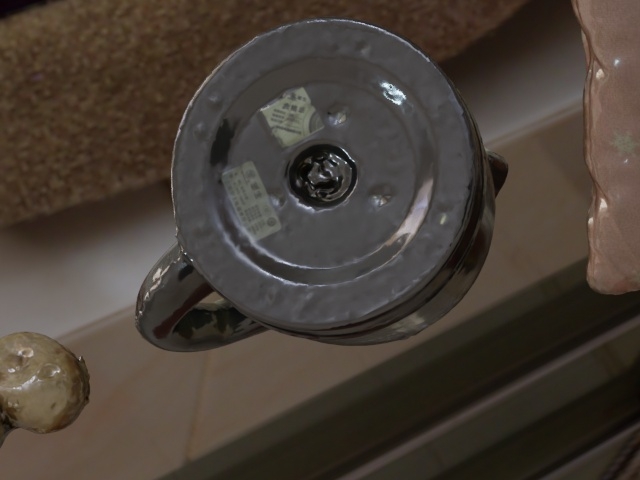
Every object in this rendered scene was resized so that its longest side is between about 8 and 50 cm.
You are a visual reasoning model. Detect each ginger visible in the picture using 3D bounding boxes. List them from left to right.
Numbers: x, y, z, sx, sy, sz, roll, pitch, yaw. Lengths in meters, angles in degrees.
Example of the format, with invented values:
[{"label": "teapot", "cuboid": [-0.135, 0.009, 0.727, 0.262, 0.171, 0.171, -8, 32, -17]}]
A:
[{"label": "ginger", "cuboid": [-0.252, 0.119, 0.996, 0.080, 0.204, 0.104, 53, 160, 38]}]

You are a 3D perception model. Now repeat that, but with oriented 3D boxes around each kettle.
[{"label": "kettle", "cuboid": [0.000, 0.000, 1.202, 0.228, 0.321, 0.324, 58, -174, 15]}]

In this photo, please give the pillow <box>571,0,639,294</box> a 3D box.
[{"label": "pillow", "cuboid": [0.218, -0.089, 0.650, 0.084, 0.236, 0.223, -81, -21, -62]}]
